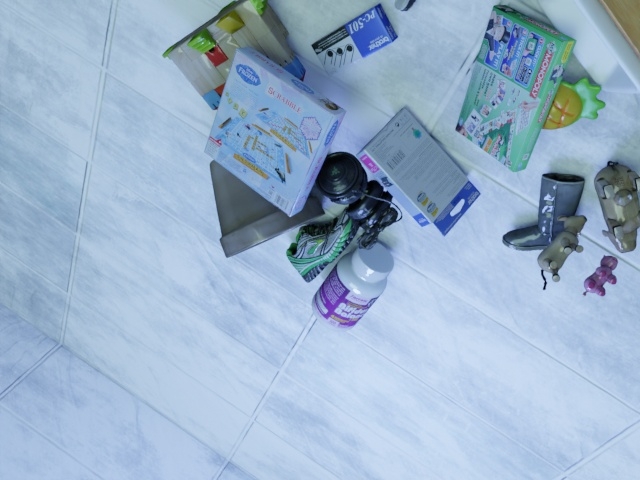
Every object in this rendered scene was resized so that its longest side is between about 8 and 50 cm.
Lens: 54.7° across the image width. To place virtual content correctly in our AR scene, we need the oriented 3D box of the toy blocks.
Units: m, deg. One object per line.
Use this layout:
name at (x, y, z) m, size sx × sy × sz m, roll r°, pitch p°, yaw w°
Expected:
toy blocks at (-0.216, -0.488, 1.693) m, size 0.381 × 0.190 × 0.261 m, roll -22°, pitch 122°, yaw 28°

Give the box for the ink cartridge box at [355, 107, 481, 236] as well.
ink cartridge box at (0.259, -0.173, 1.622) m, size 0.311 × 0.186 × 0.065 m, roll 45°, pitch 156°, yaw -5°

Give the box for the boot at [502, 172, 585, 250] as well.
boot at (0.570, -0.073, 1.595) m, size 0.190 × 0.076 × 0.208 m, roll 0°, pitch 129°, yaw 12°

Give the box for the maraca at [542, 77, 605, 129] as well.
maraca at (0.550, -0.313, 1.418) m, size 0.186 × 0.099 × 0.127 m, roll -2°, pitch 133°, yaw 40°

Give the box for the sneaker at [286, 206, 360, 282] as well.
sneaker at (0.000, 0.000, 1.917) m, size 0.146 × 0.134 × 0.343 m, roll 43°, pitch 132°, yaw -3°

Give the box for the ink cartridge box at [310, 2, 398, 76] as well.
ink cartridge box at (0.085, -0.509, 1.581) m, size 0.207 × 0.046 × 0.097 m, roll -20°, pitch 111°, yaw 37°

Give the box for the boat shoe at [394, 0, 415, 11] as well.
boat shoe at (0.221, -0.596, 1.452) m, size 0.046 × 0.038 × 0.125 m, roll 46°, pitch 124°, yaw 27°

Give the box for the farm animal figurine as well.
farm animal figurine at (0.699, -0.036, 1.487) m, size 0.330 × 0.172 × 0.326 m, roll 2°, pitch 105°, yaw 9°

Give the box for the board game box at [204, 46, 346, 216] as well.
board game box at (-0.129, -0.278, 1.601) m, size 0.319 × 0.066 × 0.318 m, roll 37°, pitch 126°, yaw 14°

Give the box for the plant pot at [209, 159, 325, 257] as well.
plant pot at (-0.186, -0.138, 1.842) m, size 0.323 × 0.323 × 0.280 m, roll -22°, pitch 92°, yaw 37°

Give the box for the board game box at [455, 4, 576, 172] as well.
board game box at (0.436, -0.347, 1.428) m, size 0.213 × 0.046 × 0.317 m, roll 48°, pitch 141°, yaw 38°

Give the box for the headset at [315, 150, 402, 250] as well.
headset at (0.080, -0.109, 1.658) m, size 0.243 × 0.185 × 0.394 m, roll 38°, pitch 180°, yaw -34°

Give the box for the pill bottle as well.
pill bottle at (0.104, 0.141, 1.934) m, size 0.169 × 0.169 × 0.301 m, roll 35°, pitch 132°, yaw 3°

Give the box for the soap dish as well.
soap dish at (0.580, -0.438, 1.249) m, size 0.118 × 0.229 × 0.291 m, roll -38°, pitch 100°, yaw 11°
